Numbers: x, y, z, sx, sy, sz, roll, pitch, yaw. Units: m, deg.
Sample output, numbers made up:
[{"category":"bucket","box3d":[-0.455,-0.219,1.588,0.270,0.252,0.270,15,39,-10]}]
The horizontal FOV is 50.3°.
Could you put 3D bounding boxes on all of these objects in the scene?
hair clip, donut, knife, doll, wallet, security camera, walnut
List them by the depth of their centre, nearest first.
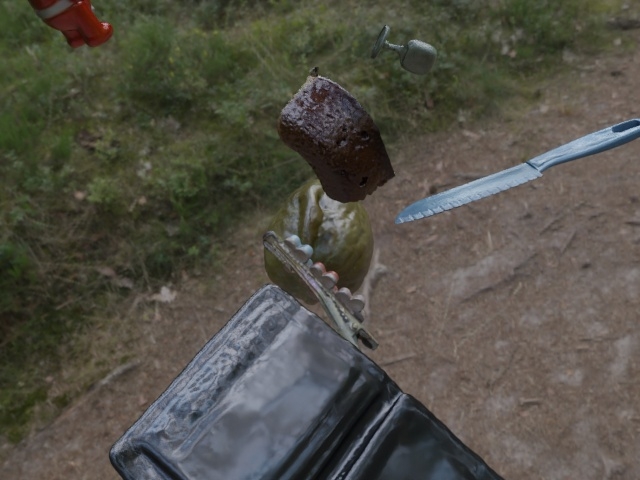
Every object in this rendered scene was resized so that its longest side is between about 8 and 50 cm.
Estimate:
[{"category":"wallet","box3d":[0.001,0.214,0.609,0.323,0.041,0.247,40,57,6]},{"category":"knife","box3d":[0.224,-0.074,0.743,0.313,0.019,0.044,-20,30,-3]},{"category":"doll","box3d":[-0.336,-0.325,0.769,0.142,0.245,0.076,14,56,48]},{"category":"hair clip","box3d":[0.005,0.065,0.920,0.056,0.214,0.062,-33,-6,-46]},{"category":"security camera","box3d":[0.128,-0.282,1.025,0.092,0.058,0.058,22,33,-9]},{"category":"donut","box3d":[0.022,-0.166,1.113,0.126,0.187,0.144,-44,42,-17]},{"category":"walnut","box3d":[0.000,0.000,1.441,0.227,0.283,0.283,5,35,7]}]

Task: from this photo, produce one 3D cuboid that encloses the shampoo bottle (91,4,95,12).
[{"category":"shampoo bottle","box3d":[-0.527,-0.553,1.284,0.092,0.303,0.092,-35,8,6]}]
